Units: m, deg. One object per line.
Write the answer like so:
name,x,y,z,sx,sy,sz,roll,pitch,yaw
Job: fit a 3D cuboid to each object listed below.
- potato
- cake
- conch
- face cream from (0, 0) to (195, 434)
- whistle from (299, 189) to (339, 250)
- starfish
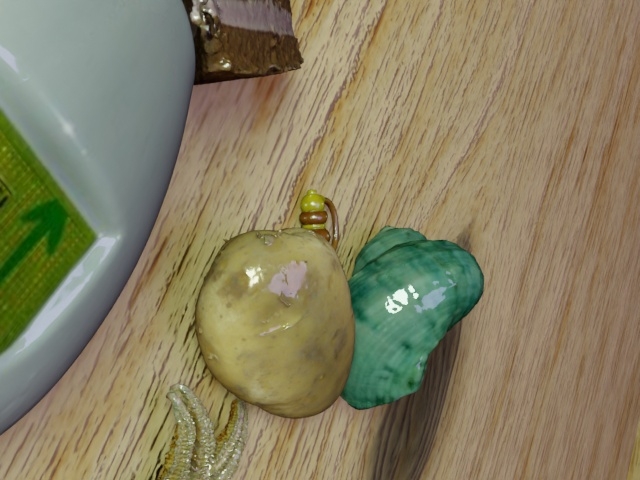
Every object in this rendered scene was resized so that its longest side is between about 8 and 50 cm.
potato,-0.037,0.073,0.762,0.161,0.128,0.235,-58,144,-8
cake,-0.077,-0.168,0.589,0.295,0.112,0.116,-90,169,-81
conch,0.084,0.063,0.907,0.134,0.196,0.202,63,20,-20
face cream,-0.227,-0.023,0.388,0.357,0.219,0.312,-57,146,-27
whistle,0.003,0.002,0.862,0.057,0.046,0.109,2,89,-28
starfish,-0.127,0.238,0.719,0.227,0.043,0.240,-35,126,-44
